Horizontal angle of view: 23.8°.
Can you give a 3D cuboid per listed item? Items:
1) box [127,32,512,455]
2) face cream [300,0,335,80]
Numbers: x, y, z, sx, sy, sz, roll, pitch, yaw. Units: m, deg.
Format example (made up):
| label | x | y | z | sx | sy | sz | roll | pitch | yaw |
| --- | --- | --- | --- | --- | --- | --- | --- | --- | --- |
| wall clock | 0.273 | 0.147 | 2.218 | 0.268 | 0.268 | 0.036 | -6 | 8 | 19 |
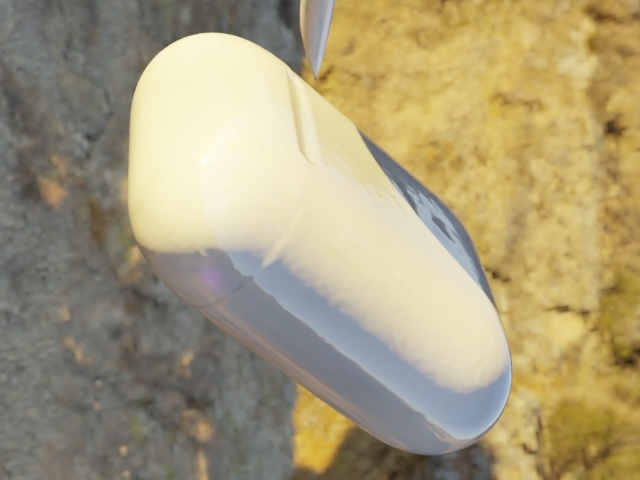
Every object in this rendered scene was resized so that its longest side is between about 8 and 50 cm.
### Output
| label | x | y | z | sx | sy | sz | roll | pitch | yaw |
| --- | --- | --- | --- | --- | --- | --- | --- | --- | --- |
| box | -0.001 | 0.001 | 1.184 | 0.349 | 0.141 | 0.289 | 39 | 22 | -25 |
| face cream | -0.002 | -0.143 | 0.927 | 0.115 | 0.020 | 0.038 | 99 | -22 | -64 |
